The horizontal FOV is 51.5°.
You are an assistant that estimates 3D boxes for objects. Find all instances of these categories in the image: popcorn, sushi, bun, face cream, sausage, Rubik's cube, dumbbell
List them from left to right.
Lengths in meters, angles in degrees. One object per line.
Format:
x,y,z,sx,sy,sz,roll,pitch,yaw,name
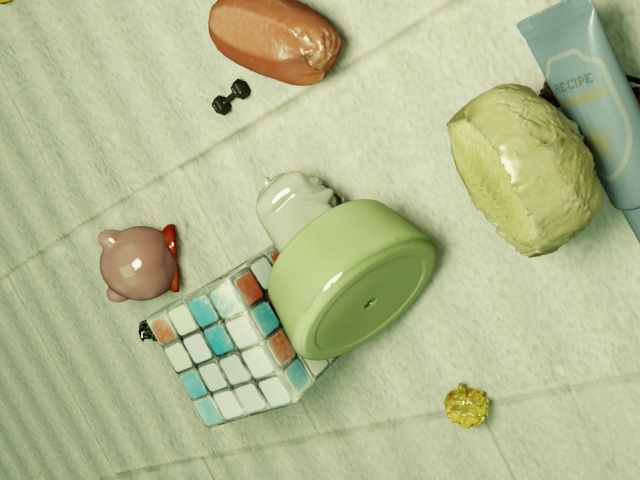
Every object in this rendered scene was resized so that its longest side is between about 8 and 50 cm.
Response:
-0.387,0.202,1.565,0.083,0.084,0.056,-11,102,36,sushi
-0.172,-0.275,1.273,0.083,0.040,0.036,-30,61,36,dumbbell
-0.127,0.174,1.290,0.258,0.253,0.256,-28,93,37,Rubik's cube
-0.080,-0.348,1.130,0.254,0.148,0.148,28,121,15,sausage
0.268,0.301,1.209,0.082,0.083,0.057,37,164,52,popcorn
0.297,-0.104,0.940,0.152,0.259,0.259,-32,91,-2,bun
0.402,-0.149,0.915,0.385,0.086,0.135,58,162,-11,face cream

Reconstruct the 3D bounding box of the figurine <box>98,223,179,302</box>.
-0.400,0.052,1.463,0.173,0.173,0.173,12,115,27,figurine

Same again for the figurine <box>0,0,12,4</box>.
-0.674,-0.625,1.390,0.162,0.143,0.263,49,137,13,figurine

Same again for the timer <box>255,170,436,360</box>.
0.000,0.000,1.166,0.315,0.290,0.291,52,129,29,timer

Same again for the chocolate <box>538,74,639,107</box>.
0.407,-0.207,0.949,0.182,0.028,0.086,27,124,17,chocolate
